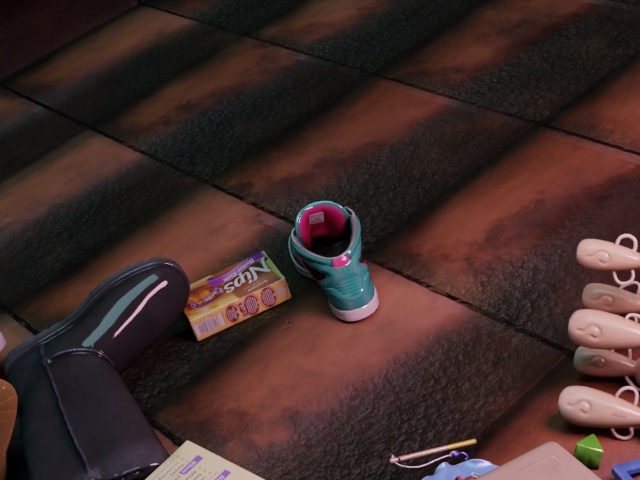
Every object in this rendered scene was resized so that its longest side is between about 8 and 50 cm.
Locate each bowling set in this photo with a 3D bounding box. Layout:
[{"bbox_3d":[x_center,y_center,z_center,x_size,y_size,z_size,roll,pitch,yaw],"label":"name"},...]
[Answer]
[{"bbox_3d":[0.449,0.130,1.703,0.154,0.287,0.200,8,7,23],"label":"bowling set"}]

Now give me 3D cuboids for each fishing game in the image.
[{"bbox_3d":[0.212,0.350,1.571,0.189,0.041,0.264,-8,32,-14],"label":"fishing game"}]

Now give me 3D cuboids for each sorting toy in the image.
[{"bbox_3d":[0.298,0.352,1.517,0.348,0.047,0.196,-18,37,-34],"label":"sorting toy"}]

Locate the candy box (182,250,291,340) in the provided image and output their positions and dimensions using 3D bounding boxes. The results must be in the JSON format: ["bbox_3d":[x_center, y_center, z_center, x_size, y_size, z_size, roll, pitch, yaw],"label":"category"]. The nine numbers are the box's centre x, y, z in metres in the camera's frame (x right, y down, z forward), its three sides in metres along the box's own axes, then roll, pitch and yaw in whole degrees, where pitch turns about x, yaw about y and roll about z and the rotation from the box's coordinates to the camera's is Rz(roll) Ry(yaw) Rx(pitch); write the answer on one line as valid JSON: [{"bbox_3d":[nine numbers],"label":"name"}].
[{"bbox_3d":[-0.158,0.098,2.112,0.187,0.053,0.109,-25,35,-11],"label":"candy box"}]

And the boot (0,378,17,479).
[{"bbox_3d":[-0.584,0.355,1.882,0.203,0.095,0.261,-14,60,47],"label":"boot"}]

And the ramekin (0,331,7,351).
[{"bbox_3d":[-0.691,0.200,2.039,0.273,0.127,0.273,-30,12,7],"label":"ramekin"}]

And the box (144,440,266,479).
[{"bbox_3d":[-0.159,0.417,1.597,0.243,0.117,0.213,17,46,41],"label":"box"}]

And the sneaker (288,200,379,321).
[{"bbox_3d":[0.000,0.000,2.070,0.124,0.178,0.295,-25,34,-11],"label":"sneaker"}]

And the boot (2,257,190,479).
[{"bbox_3d":[-0.313,0.242,1.865,0.367,0.146,0.445,-37,31,-3],"label":"boot"}]
